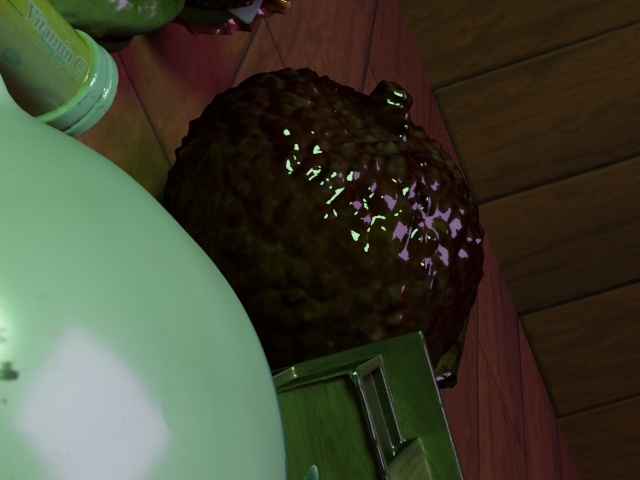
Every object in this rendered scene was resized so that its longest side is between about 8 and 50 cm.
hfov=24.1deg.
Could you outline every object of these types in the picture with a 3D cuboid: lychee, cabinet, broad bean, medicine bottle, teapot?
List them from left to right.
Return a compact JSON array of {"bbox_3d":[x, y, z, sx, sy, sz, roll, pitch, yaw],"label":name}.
[{"bbox_3d":[-0.160,0.079,0.438,0.280,0.252,0.423,-2,98,-42],"label":"teapot"},{"bbox_3d":[-0.200,-0.141,0.858,0.218,0.074,0.074,50,26,-53],"label":"medicine bottle"},{"bbox_3d":[-0.181,-0.219,1.058,0.206,0.072,0.153,47,24,-36],"label":"broad bean"},{"bbox_3d":[-0.040,0.154,0.806,0.175,0.215,0.148,-11,84,-76],"label":"cabinet"},{"bbox_3d":[0.000,0.000,1.126,0.260,0.261,0.260,-17,90,-76],"label":"lychee"}]

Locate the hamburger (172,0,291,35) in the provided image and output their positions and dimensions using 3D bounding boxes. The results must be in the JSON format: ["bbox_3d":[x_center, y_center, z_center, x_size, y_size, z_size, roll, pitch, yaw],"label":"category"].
[{"bbox_3d":[-0.084,-0.259,1.215,0.137,0.175,0.175,148,-75,-77],"label":"hamburger"}]

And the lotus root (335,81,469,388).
[{"bbox_3d":[0.020,-0.004,1.357,0.142,0.210,0.314,69,-5,-67],"label":"lotus root"}]
